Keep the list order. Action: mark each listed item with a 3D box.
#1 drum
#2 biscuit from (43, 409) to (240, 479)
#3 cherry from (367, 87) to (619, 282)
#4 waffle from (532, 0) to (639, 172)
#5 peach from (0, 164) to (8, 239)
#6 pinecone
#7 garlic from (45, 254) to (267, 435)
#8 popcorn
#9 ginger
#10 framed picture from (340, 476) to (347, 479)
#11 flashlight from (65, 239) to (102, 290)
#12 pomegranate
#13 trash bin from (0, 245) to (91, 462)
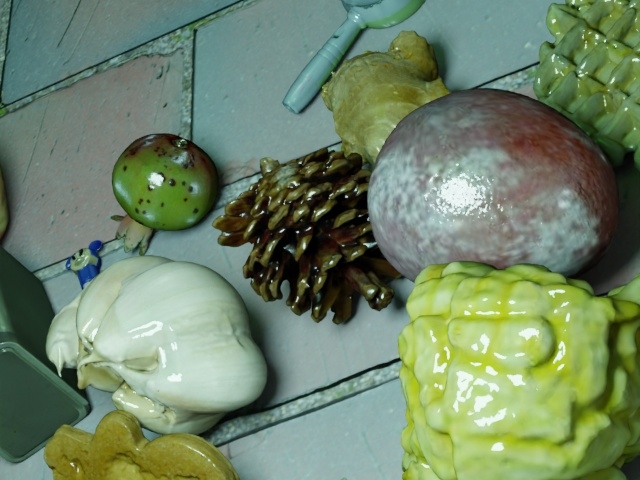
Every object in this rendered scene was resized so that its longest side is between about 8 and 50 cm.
[{"bbox_3d":[0.029,-0.272,2.195,0.253,0.049,0.130,-42,43,1],"label":"drum"},{"bbox_3d":[-0.178,0.265,1.858,0.249,0.184,0.035,1,17,27],"label":"biscuit"},{"bbox_3d":[0.163,-0.049,1.791,0.285,0.213,0.236,14,52,45],"label":"cherry"},{"bbox_3d":[0.363,-0.206,1.893,0.292,0.056,0.309,-12,50,30],"label":"waffle"},{"bbox_3d":[-0.529,-0.070,2.320,0.232,0.232,0.256,-42,53,1],"label":"peach"},{"bbox_3d":[-0.001,0.000,1.915,0.185,0.169,0.212,-45,44,10],"label":"pinecone"},{"bbox_3d":[-0.184,0.102,1.923,0.281,0.203,0.184,36,121,39],"label":"garlic"},{"bbox_3d":[0.189,0.130,1.630,0.293,0.293,0.237,-2,93,35],"label":"popcorn"},{"bbox_3d":[0.079,-0.159,2.031,0.157,0.102,0.216,-28,44,5],"label":"ginger"},{"bbox_3d":[-0.025,0.373,1.753,0.252,0.014,0.197,-43,43,0],"label":"framed picture"},{"bbox_3d":[-0.285,0.048,2.184,0.057,0.035,0.121,-33,44,10],"label":"flashlight"},{"bbox_3d":[-0.190,-0.059,2.154,0.129,0.159,0.129,7,55,-10],"label":"pomegranate"},{"bbox_3d":[-0.389,0.116,2.113,0.122,0.164,0.240,-36,43,8],"label":"trash bin"}]
